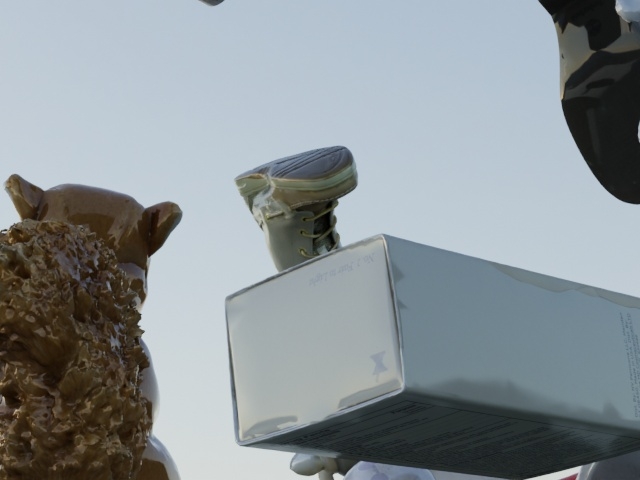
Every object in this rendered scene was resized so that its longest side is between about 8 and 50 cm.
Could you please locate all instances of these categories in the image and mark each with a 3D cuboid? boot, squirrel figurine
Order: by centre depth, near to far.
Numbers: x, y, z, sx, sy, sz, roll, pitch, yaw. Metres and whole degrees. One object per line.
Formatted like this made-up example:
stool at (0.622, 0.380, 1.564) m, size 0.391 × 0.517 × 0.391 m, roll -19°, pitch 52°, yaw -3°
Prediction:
boot at (0.000, 0.000, 1.854) m, size 0.077 × 0.165 × 0.213 m, roll -24°, pitch 8°, yaw -22°
boot at (0.287, -0.184, 1.879) m, size 0.112 × 0.305 × 0.115 m, roll -22°, pitch -9°, yaw 35°
squirrel figurine at (-0.243, 0.107, 1.939) m, size 0.281 × 0.370 × 0.397 m, roll 12°, pitch -17°, yaw -4°

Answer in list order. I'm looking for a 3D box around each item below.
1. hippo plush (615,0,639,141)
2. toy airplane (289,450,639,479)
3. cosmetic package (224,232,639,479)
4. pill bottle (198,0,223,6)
hippo plush at (0.247, -0.107, 1.099) m, size 0.234 × 0.294 × 0.236 m, roll -27°, pitch 20°, yaw -10°
toy airplane at (0.125, 0.255, 1.600) m, size 0.386 × 0.384 × 0.272 m, roll -7°, pitch -42°, yaw 38°
cosmetic package at (0.098, 0.092, 1.387) m, size 0.160 × 0.113 × 0.309 m, roll -22°, pitch -25°, yaw 38°
pill bottle at (-0.156, -0.281, 1.697) m, size 0.193 × 0.108 × 0.108 m, roll 27°, pitch -28°, yaw -28°
